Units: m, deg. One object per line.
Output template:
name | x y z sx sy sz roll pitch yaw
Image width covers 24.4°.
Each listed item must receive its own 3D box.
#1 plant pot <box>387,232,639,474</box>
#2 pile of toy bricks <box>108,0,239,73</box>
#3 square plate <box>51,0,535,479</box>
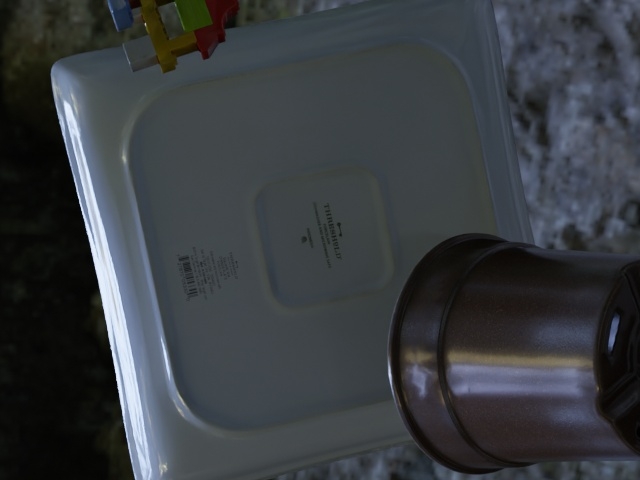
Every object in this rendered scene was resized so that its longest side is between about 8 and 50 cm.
plant pot | 0.160 0.075 0.957 0.167 0.167 0.165 -20 -170 -38
pile of toy bricks | -0.109 -0.228 0.963 0.105 0.118 0.212 -20 -104 -5
square plate | 0.000 0.000 1.116 0.344 0.347 0.049 -12 -177 -9
